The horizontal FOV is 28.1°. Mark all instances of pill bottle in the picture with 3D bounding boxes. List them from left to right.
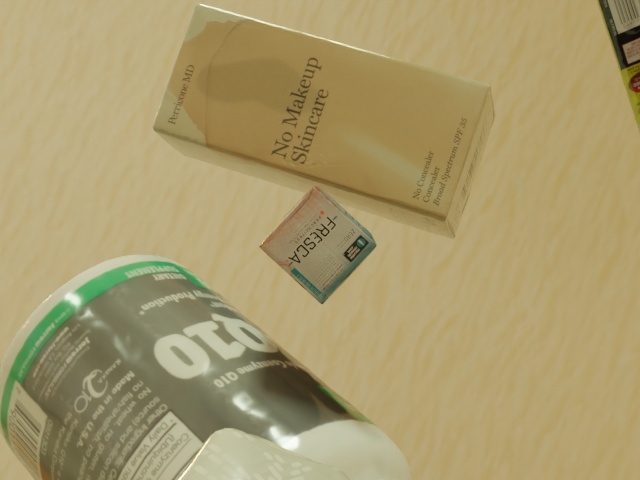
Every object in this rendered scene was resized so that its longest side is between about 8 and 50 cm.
[{"bbox_3d":[-0.064,0.179,0.929,0.361,0.204,0.204,37,2,37],"label":"pill bottle"}]

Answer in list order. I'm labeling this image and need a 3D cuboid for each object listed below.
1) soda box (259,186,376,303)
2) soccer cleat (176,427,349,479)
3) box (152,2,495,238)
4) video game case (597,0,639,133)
[{"bbox_3d":[0.000,0.000,0.954,0.063,0.058,0.183,42,3,0],"label":"soda box"},{"bbox_3d":[-0.070,0.181,0.436,0.116,0.143,0.331,25,-42,-13],"label":"soccer cleat"},{"bbox_3d":[0.006,-0.119,1.290,0.311,0.148,0.121,16,-5,12],"label":"box"},{"bbox_3d":[0.478,-0.226,1.487,0.275,0.248,0.035,-21,-7,38],"label":"video game case"}]
